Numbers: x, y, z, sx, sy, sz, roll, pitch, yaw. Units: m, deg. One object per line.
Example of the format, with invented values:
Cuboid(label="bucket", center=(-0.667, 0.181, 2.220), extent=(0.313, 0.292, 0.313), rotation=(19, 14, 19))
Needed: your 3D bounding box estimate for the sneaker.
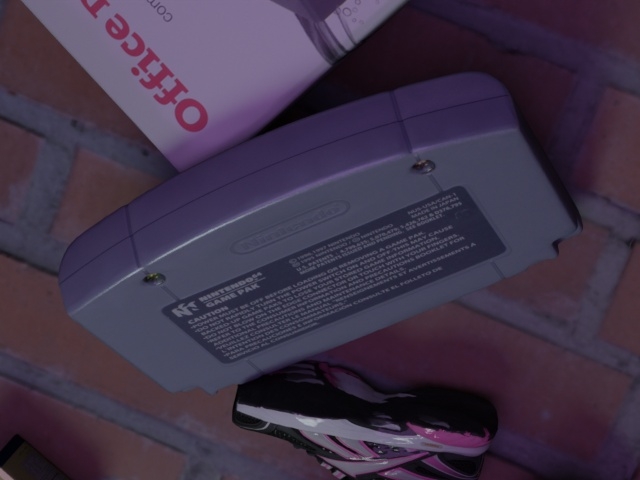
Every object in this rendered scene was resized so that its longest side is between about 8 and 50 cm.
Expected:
Cuboid(label="sneaker", center=(0.024, 0.137, 1.138), extent=(0.178, 0.072, 0.077), rotation=(12, 115, 11))

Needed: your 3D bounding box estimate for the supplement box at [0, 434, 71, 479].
Cuboid(label="supplement box", center=(-0.212, 0.198, 1.190), extent=(0.083, 0.056, 0.083), rotation=(41, 105, -2))

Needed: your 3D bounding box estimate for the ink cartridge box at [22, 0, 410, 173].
Cuboid(label="ink cartridge box", center=(-0.030, -0.217, 1.027), extent=(0.307, 0.129, 0.223), rotation=(-41, 95, 15))

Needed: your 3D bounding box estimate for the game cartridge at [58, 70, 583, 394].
Cuboid(label="game cartridge", center=(0.000, 0.000, 1.051), extent=(0.294, 0.196, 0.060), rotation=(-22, 63, 12))
